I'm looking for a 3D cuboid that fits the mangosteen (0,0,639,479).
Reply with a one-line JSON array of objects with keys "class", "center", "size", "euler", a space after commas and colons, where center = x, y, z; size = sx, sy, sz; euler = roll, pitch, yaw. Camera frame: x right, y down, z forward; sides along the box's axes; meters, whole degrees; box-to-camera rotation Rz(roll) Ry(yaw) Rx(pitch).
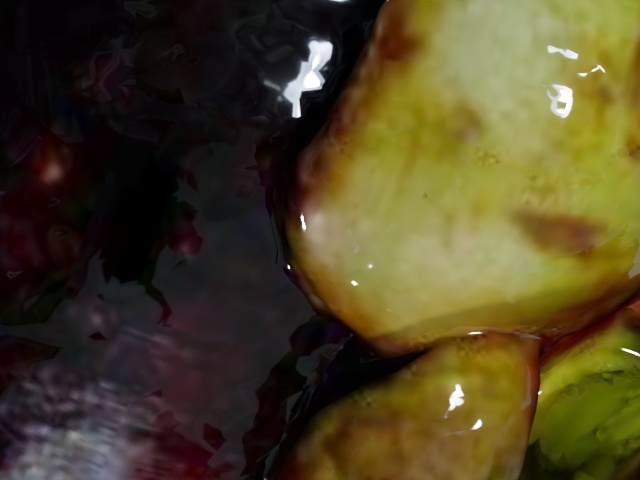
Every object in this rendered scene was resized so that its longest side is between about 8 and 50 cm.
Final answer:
[{"class": "mangosteen", "center": [-0.005, -0.002, 0.451], "size": [0.287, 0.233, 0.287], "euler": [-166, 90, -70]}]
